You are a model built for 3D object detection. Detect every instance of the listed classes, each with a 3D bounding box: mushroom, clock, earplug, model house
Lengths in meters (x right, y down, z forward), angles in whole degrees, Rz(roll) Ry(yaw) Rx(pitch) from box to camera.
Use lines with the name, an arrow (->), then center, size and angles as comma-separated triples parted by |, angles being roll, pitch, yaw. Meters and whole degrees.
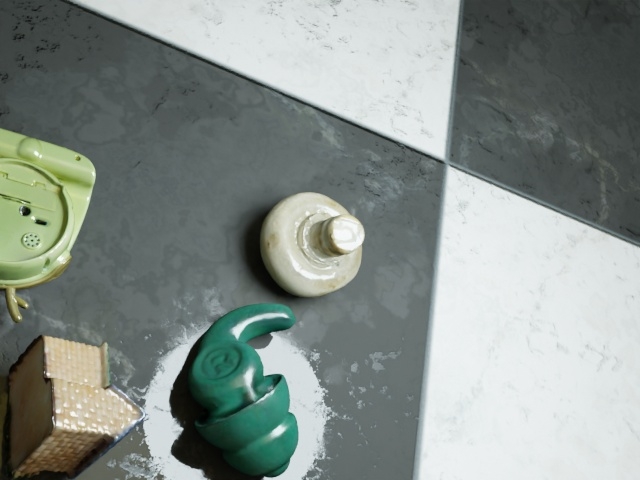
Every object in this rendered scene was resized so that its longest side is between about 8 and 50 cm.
mushroom -> -0.017, 0.001, 1.570 | 0.206, 0.209, 0.206 | 0, 70, 1
clock -> -0.509, -0.025, 1.380 | 0.235, 0.096, 0.308 | 17, 61, -20
earplug -> -0.117, 0.258, 1.434 | 0.280, 0.164, 0.257 | 67, 19, 1
model house -> -0.368, 0.255, 1.290 | 0.172, 0.166, 0.183 | 15, 43, -38
